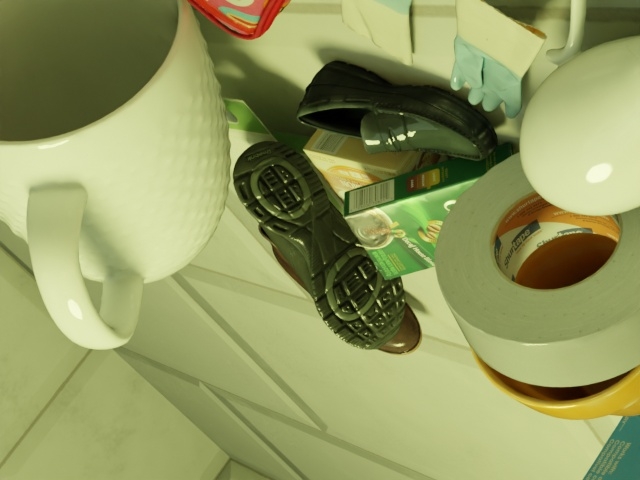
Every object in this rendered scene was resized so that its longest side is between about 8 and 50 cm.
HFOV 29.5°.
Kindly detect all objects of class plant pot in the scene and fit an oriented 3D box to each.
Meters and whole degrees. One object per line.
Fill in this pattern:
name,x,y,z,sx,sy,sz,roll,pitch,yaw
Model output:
plant pot,0.275,0.090,1.200,0.205,0.205,0.188,20,171,39

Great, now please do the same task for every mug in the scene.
mug,-0.230,-0.068,1.251,0.276,0.374,0.328,-6,146,7

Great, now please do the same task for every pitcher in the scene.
pitcher,0.221,-0.119,0.911,0.177,0.125,0.207,56,151,6

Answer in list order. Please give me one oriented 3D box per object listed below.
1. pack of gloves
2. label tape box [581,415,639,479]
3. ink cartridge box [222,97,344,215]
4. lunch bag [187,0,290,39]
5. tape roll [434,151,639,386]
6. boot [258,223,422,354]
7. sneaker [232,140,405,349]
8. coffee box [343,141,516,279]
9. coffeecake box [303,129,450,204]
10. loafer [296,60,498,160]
pack of gloves,0.106,-0.196,1.041,0.195,0.046,0.232,33,171,9
label tape box,0.374,0.274,1.369,0.106,0.240,0.333,23,157,38
ink cartridge box,-0.066,-0.114,1.488,0.171,0.056,0.235,14,150,48
lunch bag,-0.129,-0.311,1.050,0.293,0.120,0.258,38,166,-4
tape roll,0.213,0.017,1.062,0.219,0.219,0.072,21,156,38
boot,0.025,0.065,1.634,0.248,0.090,0.207,40,-178,12
sneaker,0.000,0.000,1.414,0.286,0.109,0.130,57,176,-13
coffee box,0.127,-0.027,1.237,0.184,0.040,0.113,-15,135,20
coffeecake box,0.089,-0.054,1.343,0.142,0.068,0.185,16,153,44
loafer,0.073,-0.116,1.206,0.223,0.078,0.076,22,157,35
